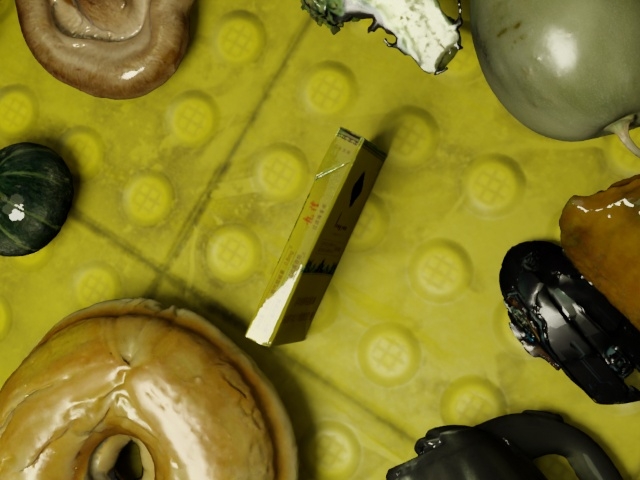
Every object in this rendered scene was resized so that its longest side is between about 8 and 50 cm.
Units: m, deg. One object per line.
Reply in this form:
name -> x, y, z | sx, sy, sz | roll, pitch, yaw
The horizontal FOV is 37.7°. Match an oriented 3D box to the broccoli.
broccoli -> 0.096, -0.344, 1.179 | 0.242, 0.180, 0.273 | -37, 97, 24

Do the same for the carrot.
carrot -> 0.444, 0.032, 1.015 | 0.241, 0.241, 0.340 | -43, 80, 9

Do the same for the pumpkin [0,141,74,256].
pumpkin -> -0.421, -0.057, 1.312 | 0.125, 0.167, 0.167 | 38, 100, -30

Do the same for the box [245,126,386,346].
box -> 0.000, 0.001, 1.181 | 0.041, 0.153, 0.278 | 25, 94, 15

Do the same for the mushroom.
mushroom -> -0.288, -0.334, 1.286 | 0.278, 0.146, 0.278 | 0, 86, 5

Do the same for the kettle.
kettle -> 0.228, 0.356, 1.085 | 0.321, 0.228, 0.324 | -21, 76, -13

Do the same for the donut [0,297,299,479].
donut -> -0.245, 0.297, 1.211 | 0.449, 0.198, 0.448 | 0, 89, 14

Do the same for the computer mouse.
computer mouse -> 0.310, 0.096, 1.131 | 0.146, 0.077, 0.241 | -45, 77, 11

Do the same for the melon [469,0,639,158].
melon -> 0.296, -0.253, 1.064 | 0.272, 0.272, 0.307 | -21, 53, 13
